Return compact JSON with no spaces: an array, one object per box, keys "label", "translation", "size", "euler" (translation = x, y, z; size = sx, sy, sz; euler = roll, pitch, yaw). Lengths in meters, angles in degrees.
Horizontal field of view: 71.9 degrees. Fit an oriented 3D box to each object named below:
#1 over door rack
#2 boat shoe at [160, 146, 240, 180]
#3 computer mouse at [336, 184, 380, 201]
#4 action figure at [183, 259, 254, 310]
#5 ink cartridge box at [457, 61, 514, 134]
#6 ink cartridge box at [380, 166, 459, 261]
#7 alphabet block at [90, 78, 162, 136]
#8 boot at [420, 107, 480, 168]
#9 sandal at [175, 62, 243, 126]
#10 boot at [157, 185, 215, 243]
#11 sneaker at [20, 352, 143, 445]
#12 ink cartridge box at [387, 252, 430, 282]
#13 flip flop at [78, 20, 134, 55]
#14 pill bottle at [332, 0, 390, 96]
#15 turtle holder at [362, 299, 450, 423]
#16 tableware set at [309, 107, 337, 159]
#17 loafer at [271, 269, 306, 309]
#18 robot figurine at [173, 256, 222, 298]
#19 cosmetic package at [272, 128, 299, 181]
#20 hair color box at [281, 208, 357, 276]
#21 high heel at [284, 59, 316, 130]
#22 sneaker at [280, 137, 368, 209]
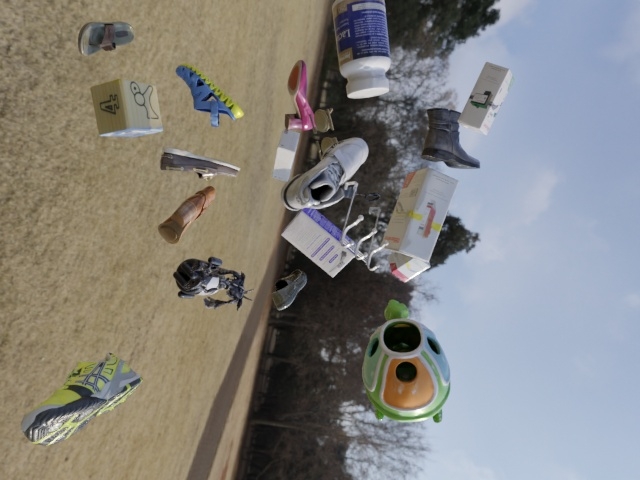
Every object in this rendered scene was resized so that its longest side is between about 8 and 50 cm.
[{"label":"over door rack","translation":[0.191,-0.069,1.860],"size":[0.239,0.108,0.325],"euler":[40,46,-44]},{"label":"boat shoe","translation":[-0.492,-0.302,1.818],"size":[0.116,0.324,0.097],"euler":[21,-80,56]},{"label":"computer mouse","translation":[0.197,-0.248,2.299],"size":[0.041,0.241,0.071],"euler":[-107,-150,-57]},{"label":"action figure","translation":[-0.379,0.169,1.662],"size":[0.275,0.140,0.164],"euler":[36,53,-47]},{"label":"ink cartridge box","translation":[0.601,-0.507,1.601],"size":[0.160,0.092,0.220],"euler":[-9,125,-60]},{"label":"ink cartridge box","translation":[0.442,-0.113,2.015],"size":[0.279,0.160,0.385],"euler":[-158,-91,-81]},{"label":"alphabet block","translation":[-0.801,-0.544,1.835],"size":[0.192,0.193,0.197],"euler":[-22,107,-63]},{"label":"boot","translation":[0.571,-0.427,1.858],"size":[0.118,0.337,0.223],"euler":[11,-88,53]},{"label":"sandal","translation":[-0.471,-0.583,1.795],"size":[0.138,0.317,0.126],"euler":[-48,-177,-1]},{"label":"boot","translation":[-0.564,-0.113,1.872],"size":[0.283,0.109,0.220],"euler":[-45,-173,48]},{"label":"sneaker","translation":[-0.653,0.416,1.192],"size":[0.145,0.147,0.384],"euler":[-46,172,4]},{"label":"ink cartridge box","translation":[0.476,0.111,2.372],"size":[0.176,0.127,0.128],"euler":[-37,-146,27]},{"label":"flip flop","translation":[-0.817,-0.781,1.709],"size":[0.277,0.080,0.112],"euler":[-48,160,-50]},{"label":"pill bottle","translation":[0.124,-0.561,1.284],"size":[0.153,0.153,0.265],"euler":[-105,-173,-84]},{"label":"turtle holder","translation":[0.243,0.321,1.218],"size":[0.320,0.243,0.228],"euler":[-47,136,-43]},{"label":"tableware set","translation":[0.029,-0.413,1.713],"size":[0.128,0.039,0.194],"euler":[7,-63,52]},{"label":"loafer","translation":[-0.131,0.184,1.831],"size":[0.088,0.094,0.251],"euler":[55,27,-14]},{"label":"robot figurine","translation":[-0.580,0.179,2.123],"size":[0.278,0.208,0.174],"euler":[31,50,-71]},{"label":"cosmetic package","translation":[-0.160,-0.387,2.026],"size":[0.231,0.085,0.118],"euler":[117,-13,-61]},{"label":"hair color box","translation":[0.000,0.000,2.162],"size":[0.185,0.338,0.110],"euler":[-46,-174,31]},{"label":"high heel","translation":[-0.074,-0.737,2.252],"size":[0.127,0.181,0.378],"euler":[61,-31,33]},{"label":"sneaker","translation":[0.046,-0.219,1.476],"size":[0.138,0.365,0.210],"euler":[57,-13,-20]}]
